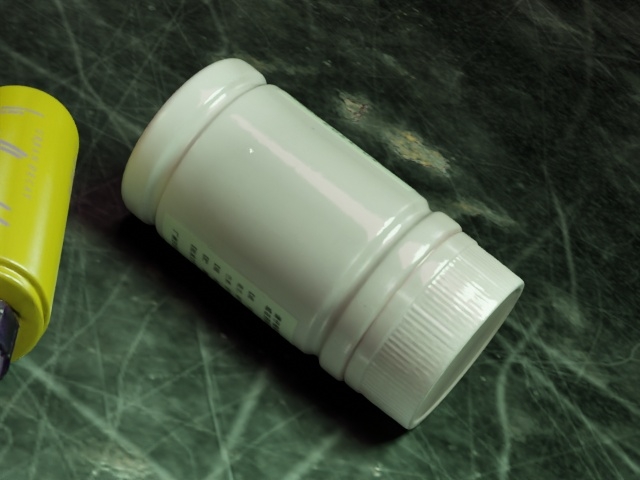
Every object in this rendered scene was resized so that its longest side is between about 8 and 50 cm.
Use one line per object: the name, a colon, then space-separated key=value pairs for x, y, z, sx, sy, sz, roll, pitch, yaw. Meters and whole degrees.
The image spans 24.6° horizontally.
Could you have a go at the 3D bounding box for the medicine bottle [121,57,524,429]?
medicine bottle: x=0.000 y=0.000 z=0.970 sx=0.250 sy=0.133 sz=0.133 roll=37 pitch=32 yaw=14

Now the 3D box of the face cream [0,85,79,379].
face cream: x=-0.190 y=0.011 z=0.849 sx=0.078 sy=0.078 sz=0.273 roll=20 pitch=33 yaw=-16
